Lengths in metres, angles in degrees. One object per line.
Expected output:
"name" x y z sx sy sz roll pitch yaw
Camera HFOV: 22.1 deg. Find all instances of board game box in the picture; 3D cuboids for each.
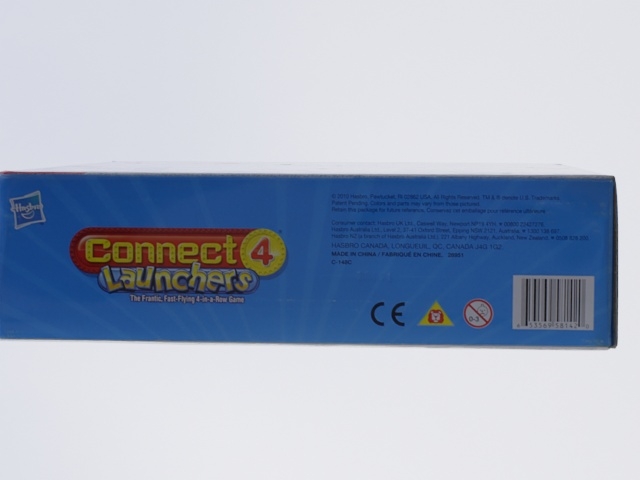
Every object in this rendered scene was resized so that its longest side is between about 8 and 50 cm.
"board game box" 0.000 0.000 0.934 0.308 0.302 0.086 1 -86 3
